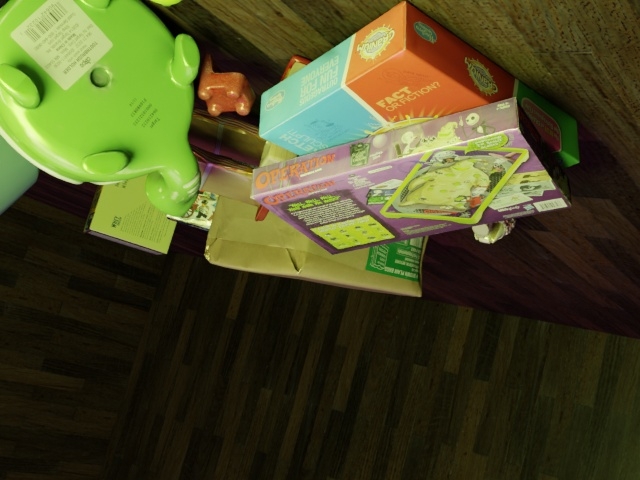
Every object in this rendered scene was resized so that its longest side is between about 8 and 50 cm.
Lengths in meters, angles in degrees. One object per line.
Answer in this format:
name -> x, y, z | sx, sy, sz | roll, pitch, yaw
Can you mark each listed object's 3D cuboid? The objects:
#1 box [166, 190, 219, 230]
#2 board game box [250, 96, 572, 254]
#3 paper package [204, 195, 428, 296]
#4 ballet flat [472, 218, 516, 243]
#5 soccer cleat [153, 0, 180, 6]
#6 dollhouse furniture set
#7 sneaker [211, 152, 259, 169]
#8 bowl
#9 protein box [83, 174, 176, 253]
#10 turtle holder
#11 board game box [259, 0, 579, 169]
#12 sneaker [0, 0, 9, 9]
box -> -0.191, -0.090, 1.743 | 0.233, 0.159, 0.044 | 16, 173, -3
board game box -> 0.112, -0.066, 1.028 | 0.346, 0.056, 0.208 | -11, 156, 28
paper package -> 0.000, 0.000, 1.597 | 0.324, 0.168, 0.309 | 13, 176, -39
ballet flat -> 0.301, -0.037, 1.500 | 0.091, 0.077, 0.241 | 12, 171, 24
soccer cleat -> -0.227, -0.301, 0.879 | 0.178, 0.060, 0.072 | 11, 163, -13
dollhouse furniture set -> -0.119, -0.186, 1.223 | 0.201, 0.152, 0.374 | 18, 153, -12
sneaker -> -0.118, -0.152, 1.540 | 0.132, 0.086, 0.228 | 3, 176, 34
bowl -> -0.683, -0.195, 1.675 | 0.163, 0.312, 0.311 | -29, -161, -32
protein box -> -0.472, -0.087, 2.104 | 0.201, 0.200, 0.136 | 19, 170, -21
turtle holder -> -0.278, -0.184, 1.062 | 0.320, 0.244, 0.227 | 16, 170, -31
board game box -> 0.122, -0.137, 1.002 | 0.316, 0.064, 0.242 | 22, 150, -36
sneaker -> -0.444, -0.320, 1.030 | 0.130, 0.109, 0.286 | 27, 163, -7
